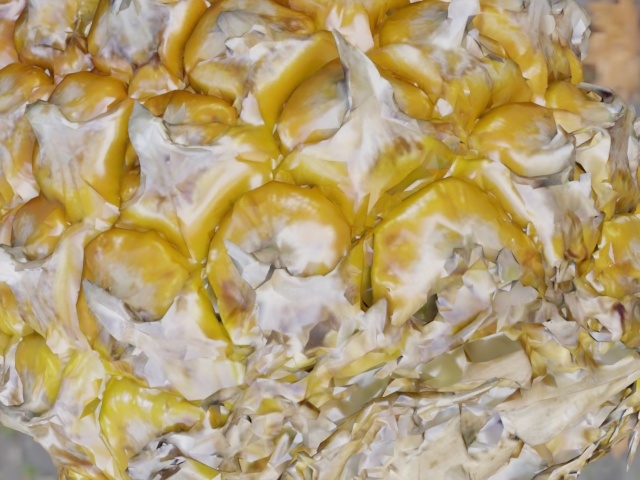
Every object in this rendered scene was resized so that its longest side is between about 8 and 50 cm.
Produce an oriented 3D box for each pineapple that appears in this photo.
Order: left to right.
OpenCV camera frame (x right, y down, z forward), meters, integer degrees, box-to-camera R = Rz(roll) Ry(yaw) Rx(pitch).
[{"bbox_3d":[-0.003,0.002,0.889,0.300,0.352,0.352,59,135,36],"label":"pineapple"}]
